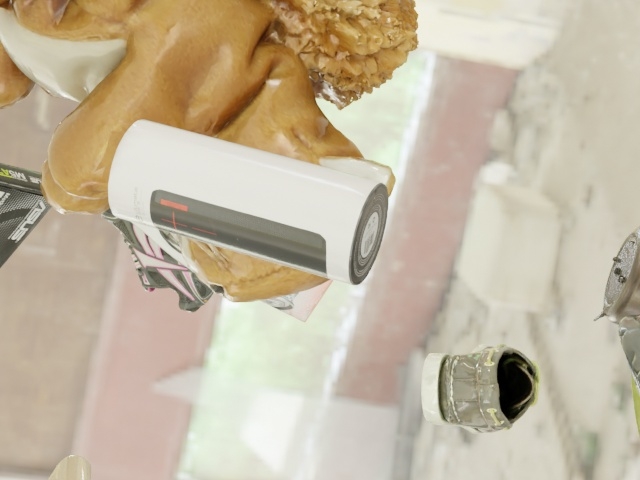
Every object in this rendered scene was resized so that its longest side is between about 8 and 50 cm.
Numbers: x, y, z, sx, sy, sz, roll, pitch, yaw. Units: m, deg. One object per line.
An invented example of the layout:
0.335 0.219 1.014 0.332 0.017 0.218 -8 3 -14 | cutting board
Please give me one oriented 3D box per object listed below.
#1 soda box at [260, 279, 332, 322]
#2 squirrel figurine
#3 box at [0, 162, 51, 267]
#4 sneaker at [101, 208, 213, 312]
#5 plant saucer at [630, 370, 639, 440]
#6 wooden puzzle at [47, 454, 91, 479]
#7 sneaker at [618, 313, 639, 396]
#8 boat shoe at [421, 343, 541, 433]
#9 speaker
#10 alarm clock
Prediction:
0.000 0.000 1.706 0.183 0.063 0.058 -58 9 40 | soda box
-0.064 -0.153 1.379 0.397 0.370 0.281 -44 -9 -21 | squirrel figurine
-0.408 -0.010 1.795 0.191 0.184 0.045 -47 56 19 | box
-0.201 0.021 1.989 0.077 0.178 0.072 -55 -17 6 | sneaker
0.468 0.197 2.276 0.241 0.037 0.241 -4 -90 -89 | plant saucer
-0.298 0.367 1.682 0.239 0.044 0.221 -50 27 26 | wooden puzzle
0.388 0.136 1.662 0.341 0.139 0.125 -77 -37 -79 | sneaker
0.210 0.176 1.961 0.305 0.091 0.109 9 -101 -66 | boat shoe
-0.038 -0.021 0.840 0.055 0.136 0.055 16 -90 -74 | speaker
0.400 0.028 2.027 0.129 0.064 0.192 -81 15 -74 | alarm clock
